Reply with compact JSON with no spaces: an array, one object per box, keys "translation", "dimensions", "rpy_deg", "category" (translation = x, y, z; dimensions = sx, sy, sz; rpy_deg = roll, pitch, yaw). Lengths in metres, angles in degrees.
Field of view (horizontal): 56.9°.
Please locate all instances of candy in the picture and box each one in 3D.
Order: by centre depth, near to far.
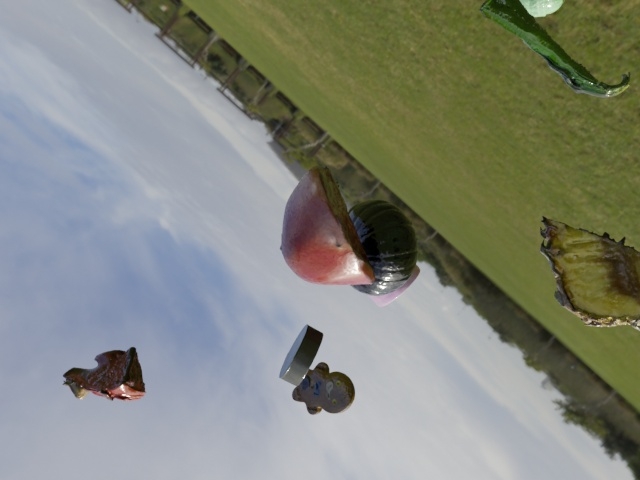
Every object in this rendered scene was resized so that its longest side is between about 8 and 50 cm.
[{"translation":[0.685,-0.605,1.403],"dimensions":[0.440,0.119,0.119],"rpy_deg":[6,169,25],"category":"candy"}]

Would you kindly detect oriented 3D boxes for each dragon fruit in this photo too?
[{"translation":[-0.501,0.306,1.331],"dimensions":[0.192,0.122,0.092],"rpy_deg":[0,-177,18],"category":"dragon fruit"}]

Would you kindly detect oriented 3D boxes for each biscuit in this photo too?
[{"translation":[0.009,0.504,2.002],"dimensions":[0.236,0.179,0.039],"rpy_deg":[3,165,31],"category":"biscuit"}]

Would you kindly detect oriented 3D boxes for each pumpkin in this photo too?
[{"translation":[0.111,0.023,1.491],"dimensions":[0.248,0.248,0.248],"rpy_deg":[41,-174,-5],"category":"pumpkin"}]

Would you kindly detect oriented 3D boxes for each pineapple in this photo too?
[{"translation":[0.525,0.100,1.031],"dimensions":[0.335,0.158,0.161],"rpy_deg":[20,164,26],"category":"pineapple"}]

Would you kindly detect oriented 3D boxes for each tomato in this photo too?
[{"translation":[-0.005,0.001,1.266],"dimensions":[0.308,0.170,0.309],"rpy_deg":[60,-169,-20],"category":"tomato"}]

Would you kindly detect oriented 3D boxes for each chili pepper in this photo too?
[{"translation":[0.510,-0.428,1.302],"dimensions":[0.359,0.085,0.076],"rpy_deg":[39,171,4],"category":"chili pepper"}]

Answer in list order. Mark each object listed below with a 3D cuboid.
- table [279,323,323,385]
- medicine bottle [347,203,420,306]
[{"translation":[-0.043,0.256,1.320],"dimensions":[0.043,0.133,0.133],"rpy_deg":[29,-173,-4],"category":"table"},{"translation":[0.164,0.051,2.023],"dimensions":[0.316,0.202,0.202],"rpy_deg":[47,-174,-3],"category":"medicine bottle"}]
